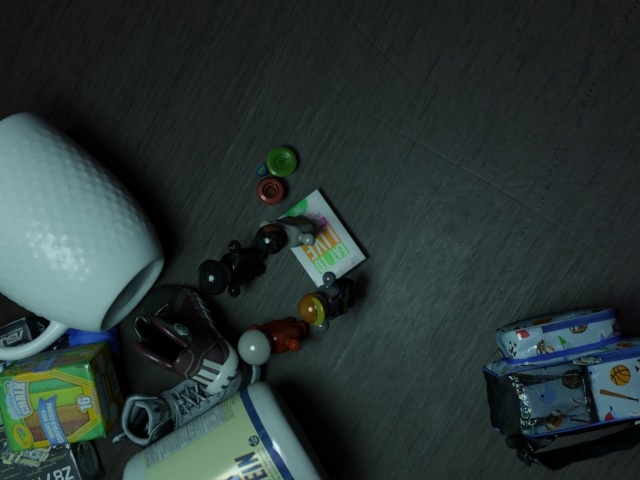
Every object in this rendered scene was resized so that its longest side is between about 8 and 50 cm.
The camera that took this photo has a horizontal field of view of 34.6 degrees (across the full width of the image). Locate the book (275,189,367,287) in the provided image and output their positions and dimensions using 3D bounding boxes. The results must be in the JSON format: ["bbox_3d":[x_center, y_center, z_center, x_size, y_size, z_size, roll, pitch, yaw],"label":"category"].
[{"bbox_3d":[0.000,0.000,1.733,0.096,0.035,0.144,-37,80,9],"label":"book"}]

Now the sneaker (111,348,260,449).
[{"bbox_3d":[-0.228,0.274,1.727,0.268,0.153,0.101,-38,70,14],"label":"sneaker"}]

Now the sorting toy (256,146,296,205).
[{"bbox_3d":[-0.081,-0.110,1.752,0.061,0.042,0.102,22,84,-1],"label":"sorting toy"}]

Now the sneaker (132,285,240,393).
[{"bbox_3d":[-0.254,0.134,1.680,0.281,0.162,0.106,37,96,48],"label":"sneaker"}]

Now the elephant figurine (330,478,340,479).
[{"bbox_3d":[0.073,0.486,1.607,0.186,0.239,0.169,-1,91,16],"label":"elephant figurine"}]

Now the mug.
[{"bbox_3d":[-0.469,0.026,1.724,0.328,0.276,0.374,38,84,7],"label":"mug"}]

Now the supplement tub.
[{"bbox_3d":[-0.166,0.399,1.641,0.325,0.235,0.235,-31,82,-3],"label":"supplement tub"}]

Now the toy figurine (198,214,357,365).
[{"bbox_3d":[-0.071,0.076,1.664,0.209,0.148,0.213,-33,82,34],"label":"toy figurine"}]

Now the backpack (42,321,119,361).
[{"bbox_3d":[-0.419,0.176,1.814,0.120,0.098,0.101,-12,70,17],"label":"backpack"}]

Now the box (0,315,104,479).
[{"bbox_3d":[-0.627,0.349,1.874,0.395,0.097,0.318,-23,83,14],"label":"box"}]

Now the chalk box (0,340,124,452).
[{"bbox_3d":[-0.454,0.262,1.709,0.213,0.132,0.132,-11,100,5],"label":"chalk box"}]

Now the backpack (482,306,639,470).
[{"bbox_3d":[0.383,0.204,1.525,0.263,0.276,0.213,-4,91,2],"label":"backpack"}]
